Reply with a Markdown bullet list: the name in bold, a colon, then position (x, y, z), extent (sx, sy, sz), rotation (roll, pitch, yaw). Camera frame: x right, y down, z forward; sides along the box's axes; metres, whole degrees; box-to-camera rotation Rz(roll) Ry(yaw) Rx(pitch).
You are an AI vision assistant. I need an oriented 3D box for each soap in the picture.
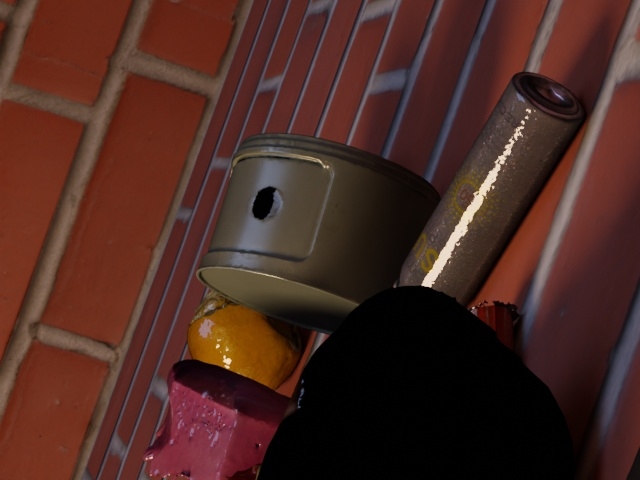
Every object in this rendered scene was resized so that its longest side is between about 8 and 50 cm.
- **soap**: position (-0.064, 0.212, 1.726), extent (0.325, 0.220, 0.127), rotation (162, 131, -83)

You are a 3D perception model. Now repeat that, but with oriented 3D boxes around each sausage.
- **sausage**: position (0.144, 0.116, 1.403), extent (0.145, 0.050, 0.048), rotation (-86, -7, -45)

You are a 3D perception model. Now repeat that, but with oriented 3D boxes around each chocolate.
- **chocolate**: position (0.053, 0.230, 1.248), extent (0.210, 0.225, 0.340), rotation (107, 176, -58)

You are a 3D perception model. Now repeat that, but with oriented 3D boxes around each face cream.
- **face cream**: position (0.143, -0.023, 1.534), extent (0.073, 0.073, 0.284), rotation (-90, 24, -55)

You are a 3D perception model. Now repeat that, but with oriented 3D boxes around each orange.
- **orange**: position (-0.091, 0.124, 2.108), extent (0.134, 0.156, 0.157), rotation (-15, 43, 23)

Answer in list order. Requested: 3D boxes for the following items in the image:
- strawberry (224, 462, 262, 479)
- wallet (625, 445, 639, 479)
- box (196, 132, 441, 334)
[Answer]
- **strawberry**: position (-0.060, 0.335, 1.476), extent (0.238, 0.250, 0.288), rotation (61, -139, -73)
- **wallet**: position (0.211, 0.192, 1.061), extent (0.146, 0.030, 0.285), rotation (-130, 62, -78)
- **box**: position (0.000, 0.000, 1.733), extent (0.226, 0.226, 0.149), rotation (153, 135, -71)
